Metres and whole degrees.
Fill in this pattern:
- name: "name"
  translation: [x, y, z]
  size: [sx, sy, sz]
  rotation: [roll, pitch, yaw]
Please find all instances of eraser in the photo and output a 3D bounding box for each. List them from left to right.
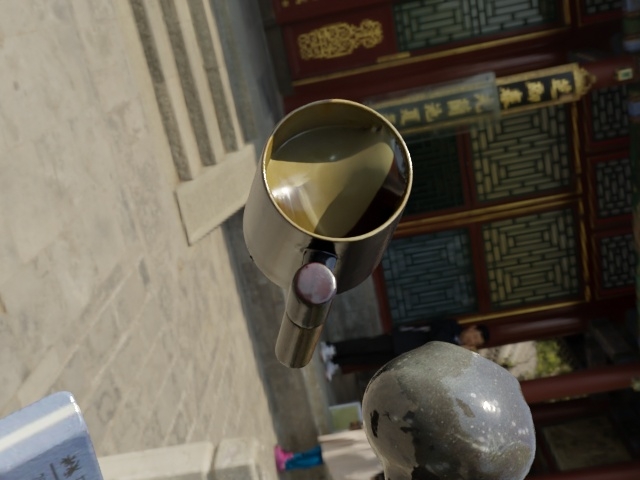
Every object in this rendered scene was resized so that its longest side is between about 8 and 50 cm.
- name: "eraser"
  translation: [-0.243, 0.230, 0.655]
  size: [0.036, 0.082, 0.225]
  rotation: [45, -34, 35]

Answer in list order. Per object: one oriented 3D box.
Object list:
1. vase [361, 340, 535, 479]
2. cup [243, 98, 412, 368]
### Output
- name: "vase"
  translation: [0.066, 0.163, 0.473]
  size: [0.183, 0.120, 0.120]
  rotation: [-61, 163, -15]
- name: "cup"
  translation: [0.016, -0.007, 0.714]
  size: [0.177, 0.166, 0.240]
  rotation: [116, -38, -72]
